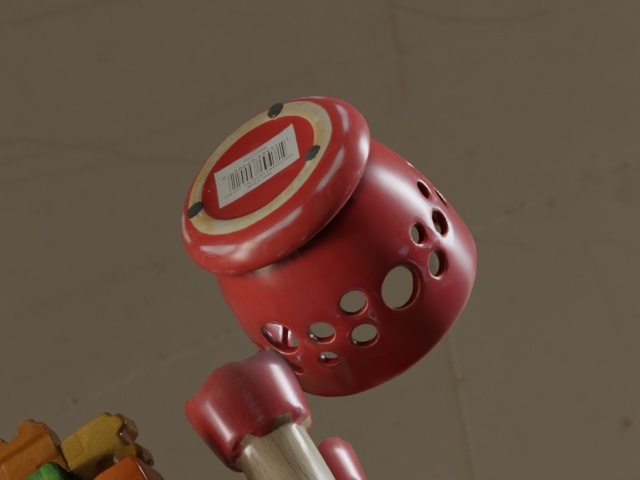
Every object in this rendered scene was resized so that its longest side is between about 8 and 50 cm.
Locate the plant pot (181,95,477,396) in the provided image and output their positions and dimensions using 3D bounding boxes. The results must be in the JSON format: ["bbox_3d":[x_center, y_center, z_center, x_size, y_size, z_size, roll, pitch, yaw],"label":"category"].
[{"bbox_3d":[0.000,0.000,1.179,0.191,0.191,0.174,-47,-55,-6],"label":"plant pot"}]

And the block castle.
[{"bbox_3d":[-0.171,0.280,1.164,0.453,0.213,0.303,-32,-28,-2],"label":"block castle"}]
